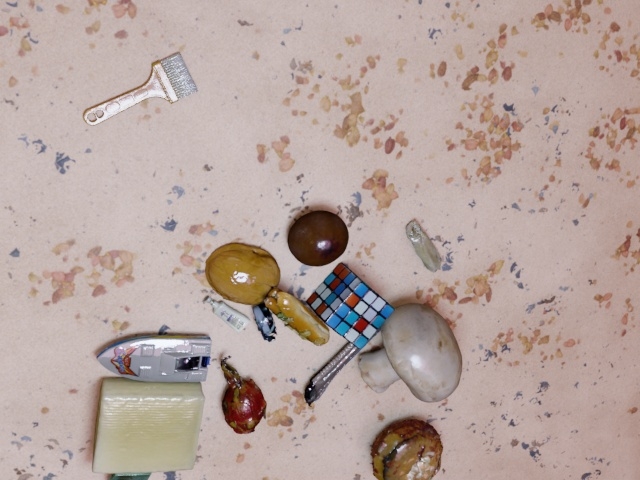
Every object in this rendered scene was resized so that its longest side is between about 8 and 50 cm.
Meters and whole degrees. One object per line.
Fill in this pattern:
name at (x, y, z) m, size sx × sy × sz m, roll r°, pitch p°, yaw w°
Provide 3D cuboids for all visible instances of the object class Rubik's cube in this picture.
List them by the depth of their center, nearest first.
Rubik's cube at (0.082, 0.180, 1.970) m, size 0.151 × 0.155 × 0.154 m, roll 40°, pitch 91°, yaw -27°

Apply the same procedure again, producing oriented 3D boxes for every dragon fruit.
dragon fruit at (-0.226, 0.424, 1.955) m, size 0.125 × 0.125 × 0.246 m, roll -22°, pitch 107°, yaw -10°

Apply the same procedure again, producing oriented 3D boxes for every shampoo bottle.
shampoo bottle at (-0.255, 0.194, 1.913) m, size 0.049 × 0.034 × 0.141 m, roll -45°, pitch 117°, yaw 6°

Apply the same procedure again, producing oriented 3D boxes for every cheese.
cheese at (-0.459, 0.491, 1.884) m, size 0.266 × 0.124 × 0.242 m, roll 6°, pitch 101°, yaw -22°

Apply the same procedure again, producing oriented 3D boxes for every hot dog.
hot dog at (-0.066, 0.211, 1.930) m, size 0.269 × 0.109 × 0.072 m, roll 44°, pitch 70°, yaw -40°

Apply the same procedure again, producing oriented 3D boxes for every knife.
knife at (0.075, 0.338, 2.087) m, size 0.365 × 0.043 × 0.089 m, roll -46°, pitch 150°, yaw -4°

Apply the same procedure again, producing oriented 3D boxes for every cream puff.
cream puff at (0.259, 0.659, 2.198) m, size 0.240 × 0.164 × 0.240 m, roll -16°, pitch 126°, yaw -24°

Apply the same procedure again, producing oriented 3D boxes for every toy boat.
toy boat at (-0.431, 0.310, 1.852) m, size 0.295 × 0.088 × 0.129 m, roll 5°, pitch 105°, yaw -23°

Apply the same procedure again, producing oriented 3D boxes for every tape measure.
tape measure at (-0.152, 0.216, 1.932) m, size 0.054 × 0.091 × 0.094 m, roll -21°, pitch 131°, yaw -7°

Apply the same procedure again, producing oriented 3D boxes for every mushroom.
mushroom at (0.251, 0.337, 2.032) m, size 0.290 × 0.297 × 0.297 m, roll -29°, pitch 118°, yaw 15°

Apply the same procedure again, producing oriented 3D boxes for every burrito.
burrito at (0.302, 0.023, 2.065) m, size 0.058 × 0.045 × 0.188 m, roll -35°, pitch 118°, yaw 1°

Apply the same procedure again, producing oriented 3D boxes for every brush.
brush at (-0.433, -0.342, 1.677) m, size 0.272 × 0.013 × 0.103 m, roll -28°, pitch 115°, yaw -10°

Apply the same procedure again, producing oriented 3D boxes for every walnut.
walnut at (-0.199, 0.101, 1.874) m, size 0.211 × 0.087 × 0.167 m, roll 18°, pitch 104°, yaw -25°

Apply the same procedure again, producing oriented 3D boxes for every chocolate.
chocolate at (0.000, 0.000, 1.877) m, size 0.177 × 0.177 × 0.176 m, roll -7°, pitch 110°, yaw -19°

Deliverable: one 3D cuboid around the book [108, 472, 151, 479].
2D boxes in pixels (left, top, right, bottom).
book at (-0.524, 0.654, 1.928) m, size 0.103 × 0.017 × 0.135 m, roll 7°, pitch 142°, yaw -24°
